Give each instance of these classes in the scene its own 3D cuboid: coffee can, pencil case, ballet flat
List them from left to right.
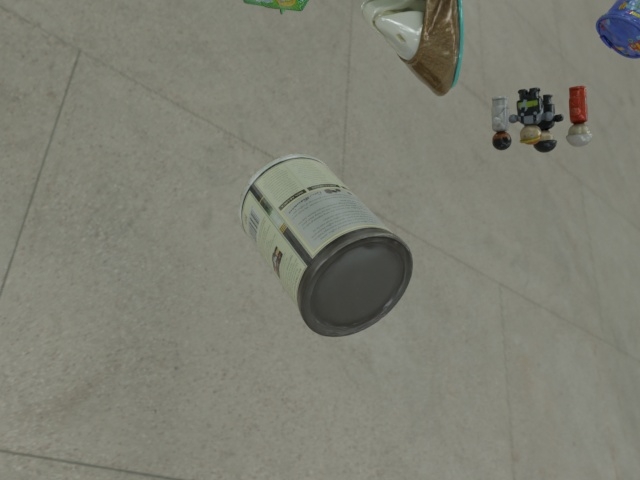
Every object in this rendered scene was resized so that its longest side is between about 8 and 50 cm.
[{"bbox_3d":[0.000,0.000,1.087,0.201,0.201,0.275,17,23,-39],"label":"coffee can"},{"bbox_3d":[0.111,-0.325,0.765,0.124,0.342,0.116,-17,46,-15],"label":"ballet flat"},{"bbox_3d":[0.690,-0.509,1.289,0.119,0.133,0.306,43,80,-11],"label":"pencil case"}]

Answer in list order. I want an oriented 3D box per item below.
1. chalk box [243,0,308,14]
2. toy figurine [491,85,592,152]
[{"bbox_3d":[-0.075,-0.506,1.139,0.132,0.132,0.213,-65,155,-20],"label":"chalk box"},{"bbox_3d":[0.536,-0.291,1.561,0.209,0.213,0.148,-6,96,-18],"label":"toy figurine"}]
